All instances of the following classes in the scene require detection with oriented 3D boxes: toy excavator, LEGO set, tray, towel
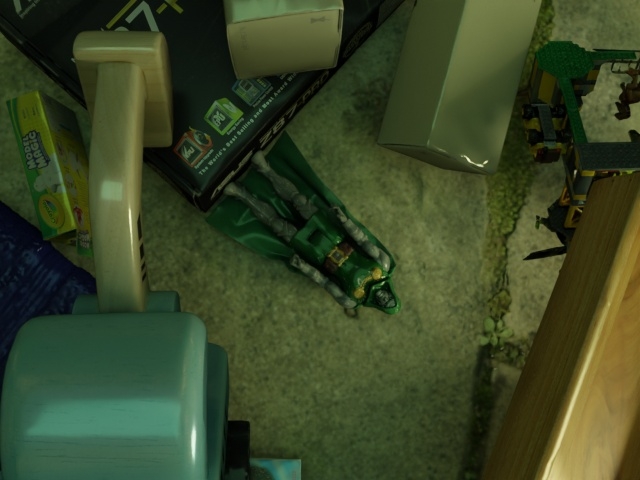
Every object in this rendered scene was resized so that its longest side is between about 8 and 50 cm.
[{"bbox_3d":[-0.172,0.080,0.796,0.222,0.433,0.445,1,119,-3],"label":"toy excavator"},{"bbox_3d":[0.367,-0.080,0.986,0.331,0.192,0.255,-7,52,-5],"label":"LEGO set"},{"bbox_3d":[0.265,0.168,0.794,0.203,0.076,0.411,32,74,-21],"label":"tray"},{"bbox_3d":[-0.321,0.116,0.972,0.308,0.076,0.227,37,90,4],"label":"towel"}]

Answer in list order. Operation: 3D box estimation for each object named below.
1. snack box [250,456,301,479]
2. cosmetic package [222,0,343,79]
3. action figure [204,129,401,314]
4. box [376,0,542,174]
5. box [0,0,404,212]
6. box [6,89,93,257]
[{"bbox_3d":[-0.117,0.387,0.927,0.187,0.060,0.322,1,77,-1],"label":"snack box"},{"bbox_3d":[-0.056,-0.337,0.902,0.113,0.160,0.309,-7,80,-3],"label":"cosmetic package"},{"bbox_3d":[0.000,0.000,0.994,0.232,0.063,0.137,40,93,6],"label":"action figure"},{"bbox_3d":[0.160,-0.218,0.978,0.113,0.094,0.275,17,89,-35],"label":"box"},{"bbox_3d":[-0.118,-0.280,1.016,0.318,0.097,0.395,42,82,6],"label":"box"},{"bbox_3d":[-0.279,-0.063,0.977,0.043,0.105,0.179,-20,83,4],"label":"box"}]
